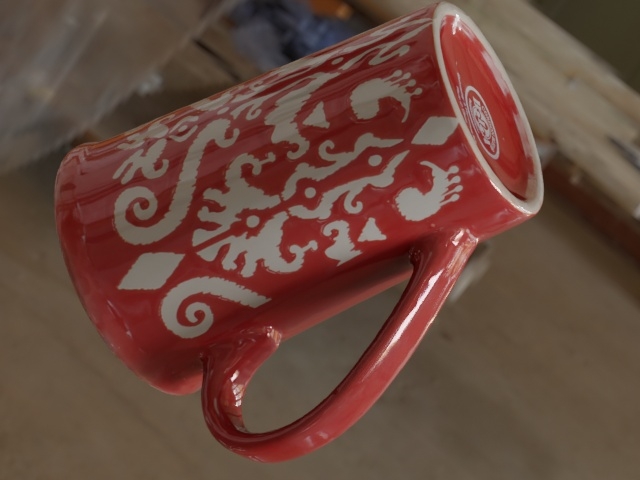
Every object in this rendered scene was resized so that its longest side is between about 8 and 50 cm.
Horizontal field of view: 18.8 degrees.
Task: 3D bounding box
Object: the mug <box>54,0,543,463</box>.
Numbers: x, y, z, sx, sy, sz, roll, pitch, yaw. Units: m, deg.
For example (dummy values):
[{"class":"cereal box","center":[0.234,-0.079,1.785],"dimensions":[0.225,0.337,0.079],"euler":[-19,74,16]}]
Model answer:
[{"class":"mug","center":[0.002,-0.004,0.773],"dimensions":[0.150,0.169,0.113],"euler":[65,21,-1]}]
